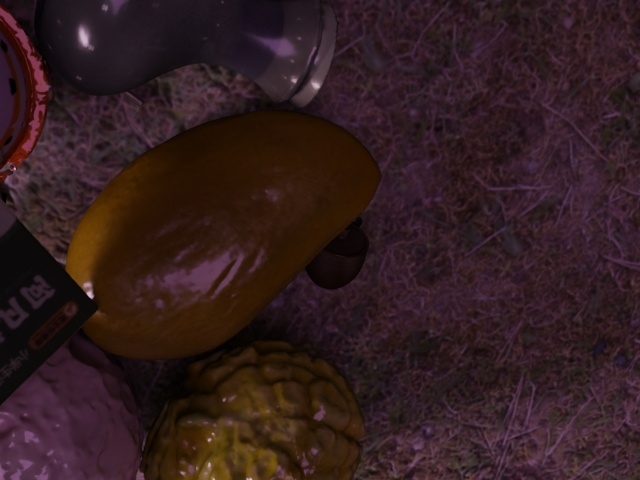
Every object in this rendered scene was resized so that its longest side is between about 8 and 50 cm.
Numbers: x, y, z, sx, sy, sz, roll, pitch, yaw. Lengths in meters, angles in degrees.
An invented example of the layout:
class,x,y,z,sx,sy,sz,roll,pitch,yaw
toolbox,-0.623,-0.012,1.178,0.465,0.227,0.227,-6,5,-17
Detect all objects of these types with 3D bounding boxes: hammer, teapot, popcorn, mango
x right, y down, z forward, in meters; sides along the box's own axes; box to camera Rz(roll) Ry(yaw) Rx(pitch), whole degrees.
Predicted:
class,x,y,z,sx,sy,sz,roll,pitch,yaw
hammer,-0.222,-0.168,0.702,0.110,0.019,0.035,36,97,-27
teapot,-0.115,-0.201,0.640,0.251,0.183,0.183,11,106,-28
popcorn,-0.071,0.230,0.777,0.237,0.206,0.251,-41,159,-22
mango,-0.109,-0.018,0.713,0.332,0.142,0.195,-44,95,-6
teapot,0.000,0.000,0.801,0.110,0.085,0.080,24,128,8

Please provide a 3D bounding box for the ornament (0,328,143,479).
class,x,y,z,sx,sy,sz,roll,pitch,yaw
ornament,-0.305,0.202,0.693,0.260,0.225,0.259,-5,109,-14

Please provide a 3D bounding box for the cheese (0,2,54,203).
class,x,y,z,sx,sy,sz,roll,pitch,yaw
cheese,-0.349,-0.090,0.634,0.217,0.129,0.329,0,109,-13

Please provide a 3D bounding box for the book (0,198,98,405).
class,x,y,z,sx,sy,sz,roll,pitch,yaw
book,-0.327,0.027,0.541,0.202,0.027,0.264,-50,117,-32
